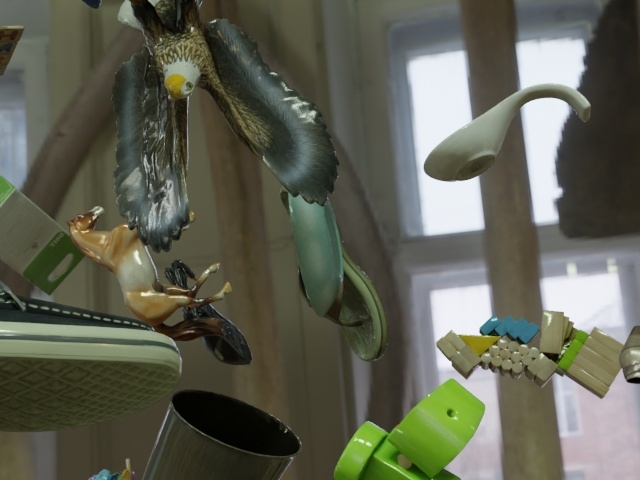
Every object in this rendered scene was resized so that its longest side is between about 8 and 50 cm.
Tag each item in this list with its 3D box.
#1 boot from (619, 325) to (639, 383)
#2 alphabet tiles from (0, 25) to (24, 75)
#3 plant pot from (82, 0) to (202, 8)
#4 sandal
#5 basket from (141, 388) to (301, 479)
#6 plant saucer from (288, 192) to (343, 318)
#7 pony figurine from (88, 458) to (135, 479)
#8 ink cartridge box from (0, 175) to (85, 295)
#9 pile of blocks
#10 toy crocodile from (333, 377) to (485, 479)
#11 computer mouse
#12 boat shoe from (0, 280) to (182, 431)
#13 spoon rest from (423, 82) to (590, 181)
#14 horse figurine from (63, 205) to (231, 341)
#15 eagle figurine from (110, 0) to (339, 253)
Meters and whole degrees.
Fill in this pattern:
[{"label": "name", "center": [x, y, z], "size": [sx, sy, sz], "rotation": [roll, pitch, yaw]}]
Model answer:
[{"label": "boot", "center": [0.434, 0.153, 1.457], "size": [0.118, 0.087, 0.042], "rotation": [8, -38, 8]}, {"label": "alphabet tiles", "center": [-0.726, -0.354, 2.206], "size": [0.285, 0.011, 0.342], "rotation": [-6, -13, -27]}, {"label": "plant pot", "center": [-0.293, -0.506, 1.789], "size": [0.212, 0.236, 0.236], "rotation": [-12, -26, -24]}, {"label": "sandal", "center": [0.003, 0.054, 1.758], "size": [0.086, 0.303, 0.120], "rotation": [-33, 10, -27]}, {"label": "basket", "center": [-0.158, 0.328, 1.487], "size": [0.204, 0.227, 0.154], "rotation": [18, 13, -48]}, {"label": "plant saucer", "center": [0.000, 0.000, 1.477], "size": [0.037, 0.195, 0.195], "rotation": [-11, -16, 8]}, {"label": "pony figurine", "center": [-0.332, 0.506, 1.555], "size": [0.351, 0.363, 0.303], "rotation": [-19, -23, -13]}, {"label": "ink cartridge box", "center": [-0.508, -0.006, 1.994], "size": [0.062, 0.109, 0.209], "rotation": [33, -10, 42]}, {"label": "pile of blocks", "center": [0.406, 0.213, 2.239], "size": [0.362, 0.149, 0.112], "rotation": [9, -14, 8]}, {"label": "toy crocodile", "center": [0.071, 0.276, 1.175], "size": [0.105, 0.115, 0.341], "rotation": [-41, -26, -49]}, {"label": "computer mouse", "center": [-0.234, 0.150, 2.306], "size": [0.060, 0.184, 0.262], "rotation": [-32, -37, 9]}, {"label": "boat shoe", "center": [-0.376, 0.077, 1.085], "size": [0.500, 0.156, 0.187], "rotation": [6, -34, -13]}, {"label": "spoon rest", "center": [0.286, -0.174, 1.845], "size": [0.276, 0.084, 0.137], "rotation": [-24, -22, -1]}, {"label": "horse figurine", "center": [-0.238, 0.043, 1.672], "size": [0.174, 0.263, 0.066], "rotation": [-29, -4, -3]}, {"label": "eagle figurine", "center": [-0.135, -0.162, 1.254], "size": [0.226, 0.298, 0.225], "rotation": [0, 28, 37]}]
